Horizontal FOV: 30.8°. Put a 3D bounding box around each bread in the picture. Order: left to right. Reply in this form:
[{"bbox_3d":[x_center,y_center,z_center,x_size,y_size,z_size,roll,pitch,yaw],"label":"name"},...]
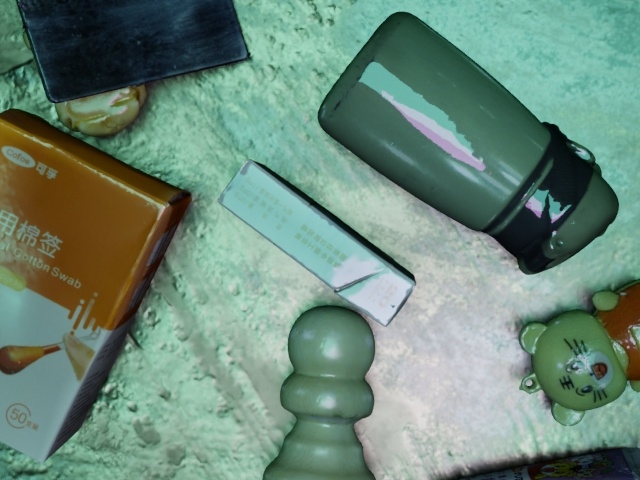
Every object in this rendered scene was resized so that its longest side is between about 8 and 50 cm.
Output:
[{"bbox_3d":[-0.275,-0.209,1.375,0.119,0.084,0.177,-20,90,0],"label":"bread"}]

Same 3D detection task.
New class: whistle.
[{"bbox_3d":[0.360,0.110,1.334,0.289,0.106,0.131,-25,96,4],"label":"whistle"}]

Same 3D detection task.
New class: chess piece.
[{"bbox_3d":[0.008,0.201,1.345,0.145,0.144,0.251,5,86,3],"label":"chess piece"}]

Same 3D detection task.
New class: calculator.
[{"bbox_3d":[-0.216,-0.256,1.339,0.262,0.021,0.161,-17,91,-27],"label":"calculator"}]

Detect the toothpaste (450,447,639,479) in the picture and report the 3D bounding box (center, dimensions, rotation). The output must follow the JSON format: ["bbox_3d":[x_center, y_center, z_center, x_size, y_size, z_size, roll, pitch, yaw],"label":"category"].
[{"bbox_3d":[0.234,0.295,1.351,0.299,0.114,0.073,-16,96,8],"label":"toothpaste"}]

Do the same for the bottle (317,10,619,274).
[{"bbox_3d":[0.175,-0.099,1.317,0.347,0.168,0.168,36,93,-2],"label":"bottle"}]

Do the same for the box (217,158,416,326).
[{"bbox_3d":[0.001,0.001,1.332,0.233,0.149,0.067,37,96,2],"label":"box"}]

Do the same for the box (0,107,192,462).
[{"bbox_3d":[-0.322,0.046,1.335,0.225,0.143,0.341,27,100,2],"label":"box"}]
